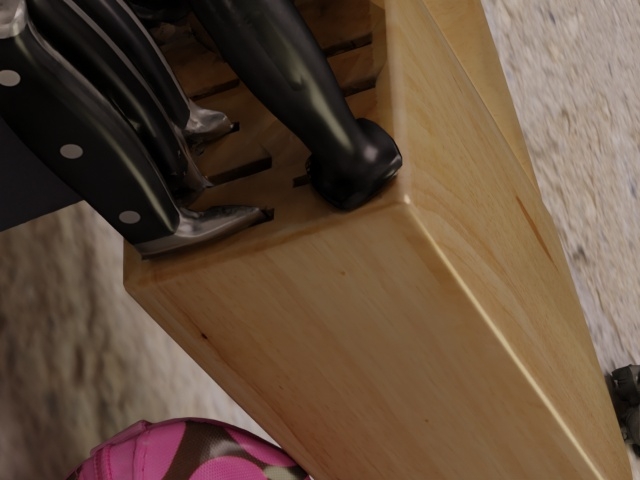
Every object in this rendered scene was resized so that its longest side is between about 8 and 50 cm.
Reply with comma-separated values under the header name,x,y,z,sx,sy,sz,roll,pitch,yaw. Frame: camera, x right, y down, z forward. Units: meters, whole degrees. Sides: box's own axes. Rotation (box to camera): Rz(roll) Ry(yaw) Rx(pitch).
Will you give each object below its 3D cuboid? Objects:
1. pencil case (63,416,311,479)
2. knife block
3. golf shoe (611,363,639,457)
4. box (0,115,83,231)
name,x,y,z,sx,sy,sz,roll,pitch,yaw
pencil case,-0.046,0.153,0.519,0.098,0.095,0.209,35,38,-36
knife block,0.000,0.000,0.512,0.242,0.088,0.276,-35,108,-69
golf shoe,0.276,0.123,1.225,0.198,0.094,0.077,22,51,-61
box,-0.132,-0.103,0.520,0.156,0.093,0.158,47,34,-42
